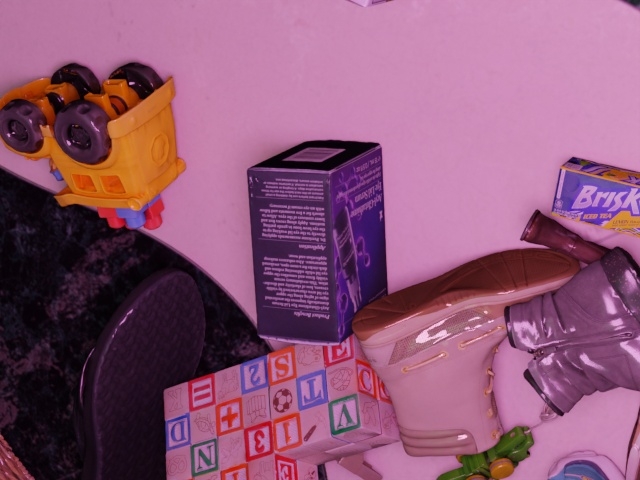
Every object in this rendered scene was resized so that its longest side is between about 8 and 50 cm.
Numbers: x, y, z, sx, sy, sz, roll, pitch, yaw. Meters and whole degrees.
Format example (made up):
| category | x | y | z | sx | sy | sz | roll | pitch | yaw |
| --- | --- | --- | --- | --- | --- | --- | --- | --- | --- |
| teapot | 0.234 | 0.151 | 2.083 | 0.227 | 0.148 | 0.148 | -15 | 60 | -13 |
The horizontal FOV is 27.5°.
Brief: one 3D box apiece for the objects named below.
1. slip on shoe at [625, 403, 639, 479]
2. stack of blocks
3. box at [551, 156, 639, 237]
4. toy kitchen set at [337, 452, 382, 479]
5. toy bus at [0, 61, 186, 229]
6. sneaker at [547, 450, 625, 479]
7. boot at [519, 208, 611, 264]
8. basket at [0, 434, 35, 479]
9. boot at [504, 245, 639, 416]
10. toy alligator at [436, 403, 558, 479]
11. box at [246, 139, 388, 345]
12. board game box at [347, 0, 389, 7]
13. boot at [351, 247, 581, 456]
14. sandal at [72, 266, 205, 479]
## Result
| category | x | y | z | sx | sy | sz | roll | pitch | yaw |
| --- | --- | --- | --- | --- | --- | --- | --- | --- | --- |
| slip on shoe | 0.370 | 0.220 | 1.465 | 0.041 | 0.051 | 0.135 | 12 | 105 | 10 |
| stack of blocks | -0.051 | 0.234 | 1.607 | 0.297 | 0.087 | 0.171 | -22 | 60 | 29 |
| box | 0.337 | -0.039 | 1.396 | 0.169 | 0.054 | 0.059 | 16 | 112 | 22 |
| toy kitchen set | 0.052 | 0.247 | 1.644 | 0.083 | 0.075 | 0.068 | -55 | 34 | -4 |
| toy bus | -0.282 | -0.104 | 1.646 | 0.220 | 0.149 | 0.211 | 5 | 124 | 27 |
| sneaker | 0.340 | 0.374 | 1.490 | 0.107 | 0.110 | 0.275 | -38 | 88 | 30 |
| boot | 0.278 | 0.009 | 1.413 | 0.114 | 0.106 | 0.037 | 31 | 106 | 18 |
| basket | -0.557 | 0.399 | 1.882 | 0.223 | 0.213 | 0.299 | -40 | 85 | 29 |
| boot | 0.312 | 0.142 | 1.378 | 0.161 | 0.083 | 0.246 | -35 | 81 | 17 |
| toy alligator | 0.221 | 0.252 | 1.550 | 0.190 | 0.056 | 0.051 | -38 | 131 | 23 |
| box | 0.000 | 0.000 | 1.519 | 0.108 | 0.153 | 0.207 | 4 | 108 | 25 |
| board game box | 0.113 | -0.393 | 1.318 | 0.053 | 0.193 | 0.305 | 28 | 116 | 17 |
| boot | 0.189 | 0.133 | 1.493 | 0.262 | 0.095 | 0.203 | -20 | 114 | 3 |
| sandal | -0.268 | 0.227 | 1.724 | 0.107 | 0.168 | 0.445 | 32 | 118 | 35 |
